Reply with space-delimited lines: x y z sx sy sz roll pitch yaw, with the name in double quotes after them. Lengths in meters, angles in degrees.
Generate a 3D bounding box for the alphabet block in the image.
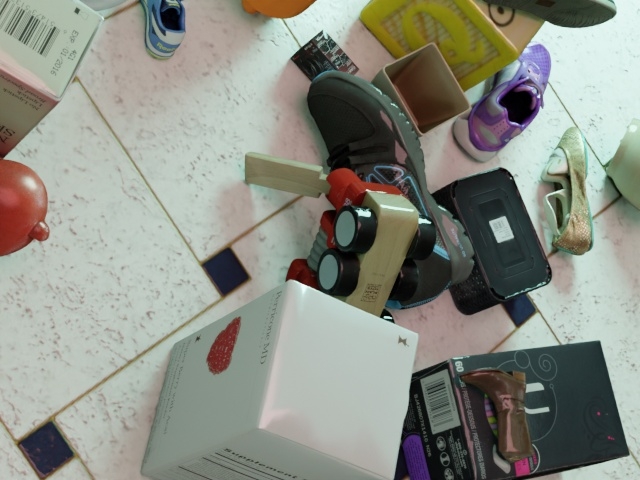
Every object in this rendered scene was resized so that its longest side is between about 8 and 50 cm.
0.211 -0.348 1.981 0.192 0.193 0.197 46 56 -9 "alphabet block"

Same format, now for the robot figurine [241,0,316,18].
-0.034 -0.374 1.819 0.158 0.219 0.128 33 58 -19 "robot figurine"

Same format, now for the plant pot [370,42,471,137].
0.124 -0.196 1.930 0.109 0.096 0.109 -30 91 -35 "plant pot"

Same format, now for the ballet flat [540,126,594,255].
0.365 -0.078 2.060 0.067 0.073 0.206 4 67 -16 "ballet flat"

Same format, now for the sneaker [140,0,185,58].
-0.204 -0.312 1.789 0.053 0.059 0.144 -7 76 -31 "sneaker"

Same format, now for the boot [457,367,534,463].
0.218 0.217 1.703 0.106 0.037 0.114 7 73 -27 "boot"

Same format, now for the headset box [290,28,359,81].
0.008 -0.240 1.895 0.083 0.062 0.032 49 56 -9 "headset box"

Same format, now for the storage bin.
0.231 0.001 1.935 0.122 0.084 0.180 -17 84 -35 "storage bin"

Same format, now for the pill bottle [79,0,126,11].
-0.298 -0.388 1.730 0.103 0.103 0.184 -9 78 -34 "pill bottle"

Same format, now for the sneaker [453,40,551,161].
0.294 -0.217 2.041 0.095 0.104 0.236 43 55 -10 "sneaker"

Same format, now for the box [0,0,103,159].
-0.368 -0.197 1.537 0.149 0.232 0.127 31 59 -19 "box"

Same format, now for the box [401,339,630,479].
0.251 0.235 1.826 0.270 0.143 0.165 -4 75 -34 "box"

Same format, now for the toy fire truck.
0.000 0.000 1.754 0.158 0.217 0.246 6 28 -30 "toy fire truck"

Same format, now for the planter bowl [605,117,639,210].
0.508 -0.124 2.124 0.109 0.162 0.162 28 57 9 "planter bowl"

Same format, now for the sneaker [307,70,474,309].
0.072 -0.069 1.837 0.140 0.125 0.341 -32 89 -31 "sneaker"

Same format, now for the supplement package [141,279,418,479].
-0.051 0.187 1.562 0.175 0.293 0.177 25 61 -23 "supplement package"

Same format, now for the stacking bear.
-0.432 -0.061 1.497 0.289 0.164 0.175 19 19 -38 "stacking bear"

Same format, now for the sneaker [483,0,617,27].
0.312 -0.371 1.884 0.222 0.083 0.118 12 67 -27 "sneaker"
